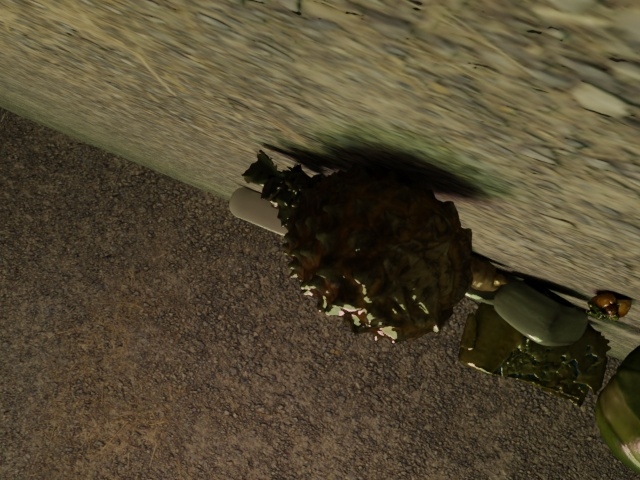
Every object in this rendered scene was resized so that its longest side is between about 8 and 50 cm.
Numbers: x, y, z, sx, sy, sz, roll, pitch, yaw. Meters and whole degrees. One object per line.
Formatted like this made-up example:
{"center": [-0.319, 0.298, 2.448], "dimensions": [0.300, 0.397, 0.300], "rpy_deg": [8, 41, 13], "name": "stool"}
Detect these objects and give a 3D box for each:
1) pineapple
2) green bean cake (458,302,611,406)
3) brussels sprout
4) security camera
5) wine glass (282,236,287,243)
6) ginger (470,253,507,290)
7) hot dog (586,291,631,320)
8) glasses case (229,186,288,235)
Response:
{"center": [0.020, -0.017, 0.647], "dimensions": [0.175, 0.175, 0.361], "rpy_deg": [23, -173, -26], "name": "pineapple"}
{"center": [0.471, 0.223, 1.233], "dimensions": [0.310, 0.202, 0.285], "rpy_deg": [19, 180, 14], "name": "green bean cake"}
{"center": [0.733, 0.349, 1.140], "dimensions": [0.315, 0.276, 0.371], "rpy_deg": [8, -177, 11], "name": "brussels sprout"}
{"center": [0.361, 0.099, 1.090], "dimensions": [0.157, 0.080, 0.301], "rpy_deg": [4, -158, -39], "name": "security camera"}
{"center": [0.000, 0.000, 1.650], "dimensions": [0.126, 0.126, 0.241], "rpy_deg": [24, 175, -42], "name": "wine glass"}
{"center": [0.225, 0.039, 1.002], "dimensions": [0.213, 0.074, 0.137], "rpy_deg": [16, -178, -36], "name": "ginger"}
{"center": [0.431, 0.103, 0.847], "dimensions": [0.056, 0.041, 0.133], "rpy_deg": [21, 178, 23], "name": "hot dog"}
{"center": [-0.148, -0.078, 1.610], "dimensions": [0.233, 0.092, 0.059], "rpy_deg": [21, -177, 3], "name": "glasses case"}
